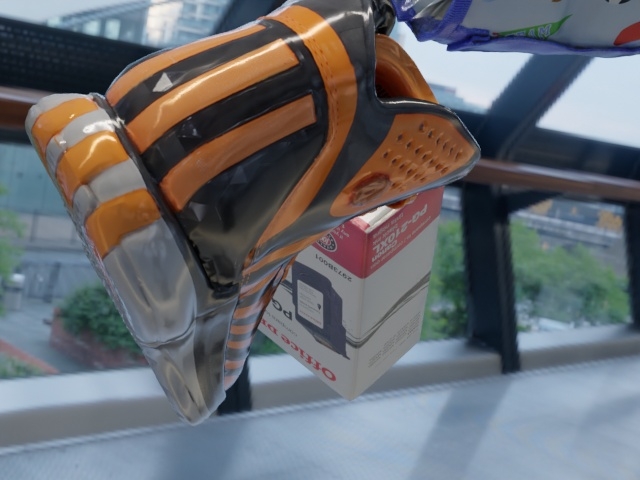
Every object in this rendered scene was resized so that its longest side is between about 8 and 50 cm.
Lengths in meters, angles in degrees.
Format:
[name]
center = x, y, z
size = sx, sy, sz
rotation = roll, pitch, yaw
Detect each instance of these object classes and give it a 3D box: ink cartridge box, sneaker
[ink cartridge box]
center = 0.000, 0.000, 0.802
size = 0.172, 0.237, 0.100
rotation = 36, 58, 25
[sneaker]
center = -0.019, -0.009, 0.471
size = 0.180, 0.125, 0.321
rotation = -29, -9, -13

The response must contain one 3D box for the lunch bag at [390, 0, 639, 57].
[lunch bag]
center = 0.220, -0.356, 0.833
size = 0.327, 0.386, 0.239
rotation = -5, 11, -28
